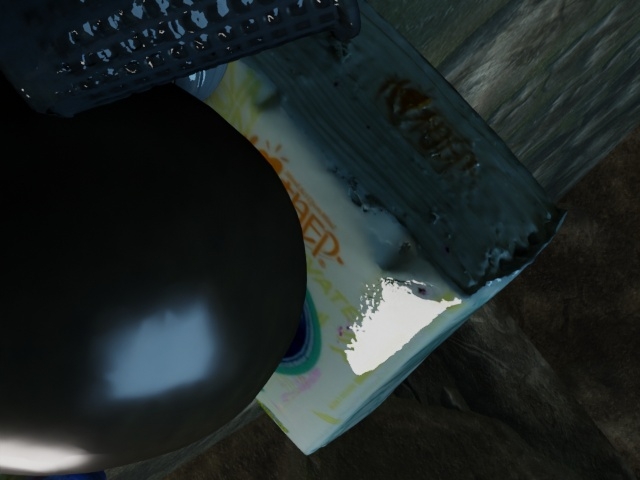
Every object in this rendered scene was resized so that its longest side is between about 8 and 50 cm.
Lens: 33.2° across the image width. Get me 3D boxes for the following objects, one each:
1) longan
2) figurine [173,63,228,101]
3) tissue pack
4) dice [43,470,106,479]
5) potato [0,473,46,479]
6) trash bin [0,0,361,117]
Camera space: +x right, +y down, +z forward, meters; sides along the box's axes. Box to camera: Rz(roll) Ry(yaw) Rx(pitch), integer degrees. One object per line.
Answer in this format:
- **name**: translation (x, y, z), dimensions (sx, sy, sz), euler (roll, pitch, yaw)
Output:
- **longan**: translation (-0.157, 0.027, 0.664), dimensions (0.300, 0.300, 0.243), euler (127, -18, -51)
- **figurine**: translation (-0.104, -0.127, 0.727), dimensions (0.086, 0.082, 0.094), euler (-55, 177, 4)
- **tissue pack**: translation (0.000, 0.000, 0.962), dimensions (0.162, 0.287, 0.388), euler (-37, 170, -33)
- **dice**: translation (-0.366, 0.294, 1.341), dimensions (0.146, 0.146, 0.143), euler (-36, 170, -4)
- **potato**: translation (-0.290, 0.135, 0.910), dimensions (0.307, 0.173, 0.210), euler (-36, 170, -20)
- **trash bin**: translation (-0.089, -0.143, 0.512), dimensions (0.161, 0.175, 0.175), euler (-25, 168, 1)
